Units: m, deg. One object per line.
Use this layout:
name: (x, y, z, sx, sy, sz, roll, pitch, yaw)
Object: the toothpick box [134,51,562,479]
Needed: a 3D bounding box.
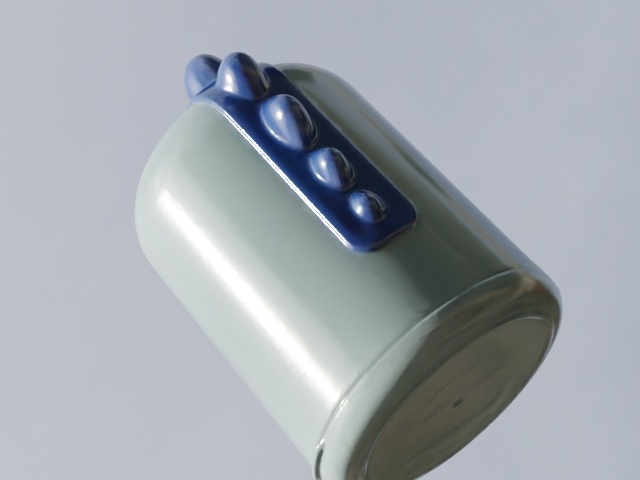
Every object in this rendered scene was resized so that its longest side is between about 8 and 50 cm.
toothpick box: (0.000, 0.000, 1.285, 0.263, 0.355, 0.263, -33, -28, -20)
